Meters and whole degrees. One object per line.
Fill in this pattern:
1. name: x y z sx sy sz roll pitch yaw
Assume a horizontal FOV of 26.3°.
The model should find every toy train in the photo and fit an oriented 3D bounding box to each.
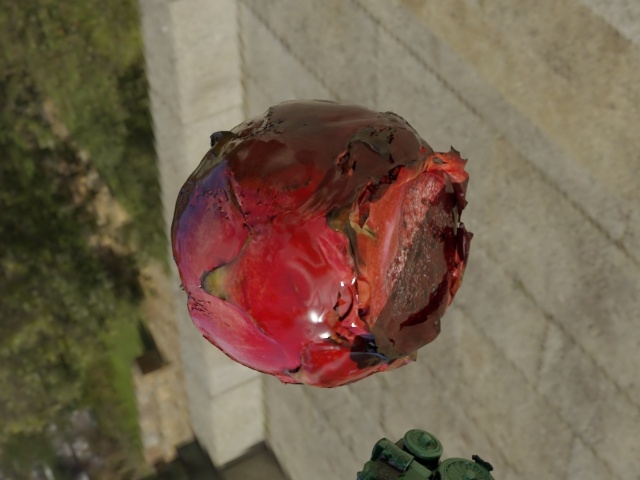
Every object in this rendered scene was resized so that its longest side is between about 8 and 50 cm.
1. toy train: 0.109 0.236 1.183 0.178 0.104 0.071 32 123 19

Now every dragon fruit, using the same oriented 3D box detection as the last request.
1. dragon fruit: 0.000 0.000 1.365 0.301 0.295 0.296 15 125 56
